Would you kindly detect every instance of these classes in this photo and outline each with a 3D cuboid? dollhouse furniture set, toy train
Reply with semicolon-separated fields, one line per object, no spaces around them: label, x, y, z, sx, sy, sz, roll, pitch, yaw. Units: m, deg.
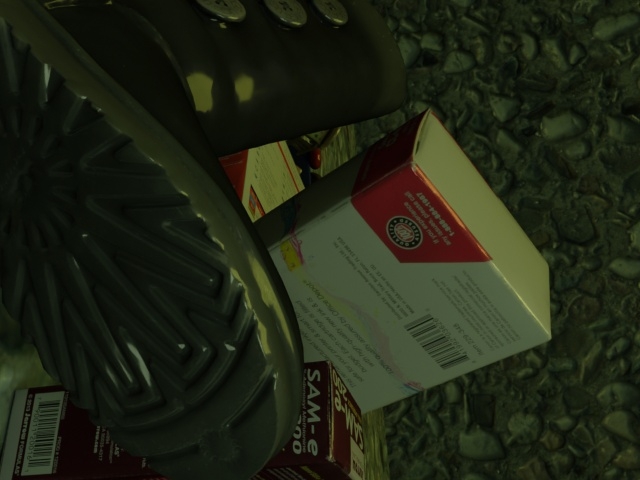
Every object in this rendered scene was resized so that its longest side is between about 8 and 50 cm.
dollhouse furniture set;-0.086;-0.186;1.160;0.182;0.161;0.101;34;4;-18
toy train;-0.047;-0.050;1.325;0.143;0.105;0.248;95;-8;-74

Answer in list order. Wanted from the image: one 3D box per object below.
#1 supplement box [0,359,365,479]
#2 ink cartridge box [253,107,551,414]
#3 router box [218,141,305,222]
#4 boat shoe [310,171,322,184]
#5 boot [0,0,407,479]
supplement box;-0.094;0.153;0.530;0.130;0.239;0.073;66;20;-59
ink cartridge box;0.048;0.046;0.731;0.226;0.306;0.131;49;34;-18
router box;-0.077;-0.012;1.012;0.301;0.082;0.335;-90;163;-49
boat shoe;0.000;0.000;1.504;0.123;0.123;0.342;48;34;-48
boot;-0.048;-0.085;0.537;0.367;0.146;0.445;54;30;3
